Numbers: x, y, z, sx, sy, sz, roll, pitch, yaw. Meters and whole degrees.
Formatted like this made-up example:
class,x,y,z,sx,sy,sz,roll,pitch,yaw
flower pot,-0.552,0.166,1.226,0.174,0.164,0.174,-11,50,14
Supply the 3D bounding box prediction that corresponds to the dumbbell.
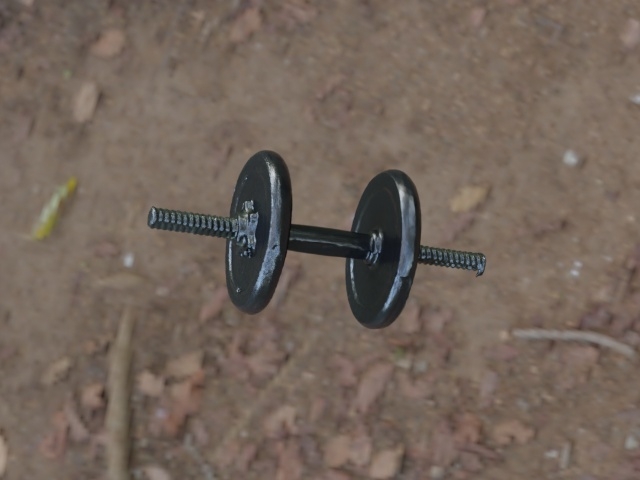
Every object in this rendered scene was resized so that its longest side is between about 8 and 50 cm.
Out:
class,x,y,z,sx,sy,sz,roll,pitch,yaw
dumbbell,0.000,0.000,0.727,0.069,0.147,0.069,-172,90,-71
